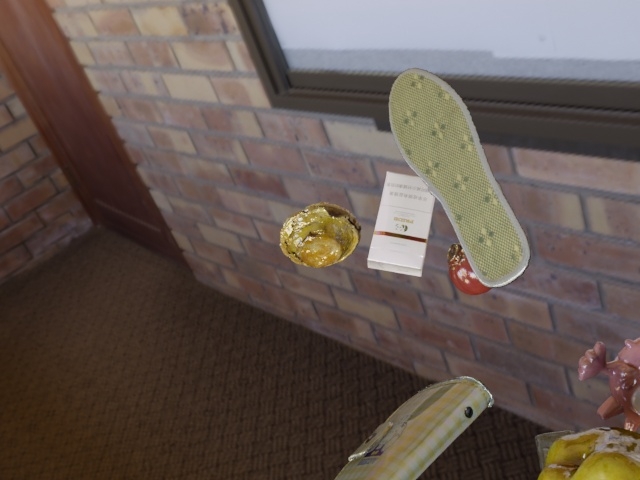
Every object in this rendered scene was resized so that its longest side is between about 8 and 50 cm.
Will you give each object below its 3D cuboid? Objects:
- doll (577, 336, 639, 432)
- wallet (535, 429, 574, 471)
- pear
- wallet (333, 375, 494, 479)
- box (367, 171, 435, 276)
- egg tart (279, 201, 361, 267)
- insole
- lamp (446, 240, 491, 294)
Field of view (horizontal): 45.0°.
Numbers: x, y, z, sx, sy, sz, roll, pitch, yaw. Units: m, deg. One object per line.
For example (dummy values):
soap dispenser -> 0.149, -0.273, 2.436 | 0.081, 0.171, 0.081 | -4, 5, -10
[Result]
doll -> 0.537, 0.222, 1.220 | 0.262, 0.211, 0.093 | 20, 12, -4
wallet -> 0.501, 0.455, 1.615 | 0.088, 0.026, 0.129 | -8, 40, 11
pear -> 0.406, 0.356, 1.070 | 0.200, 0.200, 0.200 | -17, 30, 10
wallet -> 0.129, 0.353, 1.282 | 0.309, 0.077, 0.223 | -37, 2, -28
box -> 0.128, -0.027, 1.190 | 0.084, 0.040, 0.154 | 11, 69, 8
egg tart -> 0.000, 0.000, 2.210 | 0.241, 0.241, 0.106 | -17, 39, 10
insole -> 0.160, -0.087, 0.939 | 0.109, 0.007, 0.322 | -41, 58, 33
lamp -> 0.235, 0.033, 1.165 | 0.090, 0.101, 0.101 | 17, 28, -14
